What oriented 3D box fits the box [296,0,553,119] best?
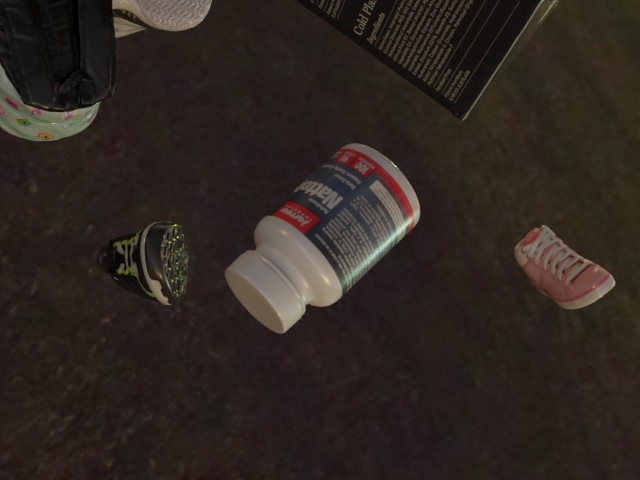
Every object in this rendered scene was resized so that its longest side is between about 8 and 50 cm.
[{"bbox_3d":[0.129,-0.355,0.962,0.312,0.179,0.343,35,54,6],"label":"box"}]

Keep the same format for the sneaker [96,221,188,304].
[{"bbox_3d":[-0.199,0.031,1.019,0.097,0.234,0.084,4,79,-5],"label":"sneaker"}]

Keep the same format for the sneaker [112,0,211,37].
[{"bbox_3d":[-0.329,-0.342,1.126,0.366,0.210,0.137,18,83,-30],"label":"sneaker"}]

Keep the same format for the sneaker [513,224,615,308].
[{"bbox_3d":[0.234,0.024,0.922,0.070,0.051,0.134,53,-6,-12],"label":"sneaker"}]

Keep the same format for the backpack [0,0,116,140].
[{"bbox_3d":[-0.256,-0.186,0.858,0.152,0.115,0.182,-12,80,-27],"label":"backpack"}]

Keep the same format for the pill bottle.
[{"bbox_3d":[0.000,0.000,0.893,0.180,0.108,0.108,-43,99,-20],"label":"pill bottle"}]
